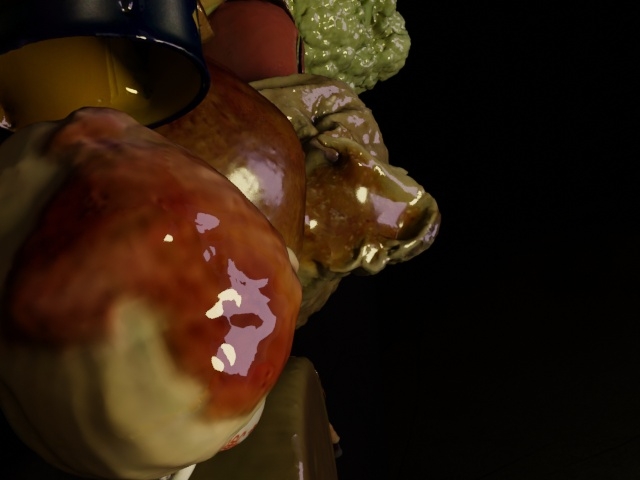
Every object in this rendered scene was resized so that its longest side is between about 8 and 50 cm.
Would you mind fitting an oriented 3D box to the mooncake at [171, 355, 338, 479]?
[{"bbox_3d":[-0.066,0.264,1.340,0.284,0.156,0.284,-9,90,-82],"label":"mooncake"}]

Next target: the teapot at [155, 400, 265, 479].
[{"bbox_3d":[-0.120,0.126,1.185,0.159,0.116,0.245,47,28,-25],"label":"teapot"}]

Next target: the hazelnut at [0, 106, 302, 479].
[{"bbox_3d":[-0.124,0.042,0.893,0.261,0.241,0.261,35,-40,37],"label":"hazelnut"}]

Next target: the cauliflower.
[{"bbox_3d":[-0.029,-0.333,1.798,0.327,0.260,0.281,31,19,-31],"label":"cauliflower"}]

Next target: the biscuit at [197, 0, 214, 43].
[{"bbox_3d":[-0.177,-0.304,1.214,0.257,0.049,0.273,62,3,-30],"label":"biscuit"}]

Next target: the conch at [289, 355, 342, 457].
[{"bbox_3d":[-0.032,0.236,1.816,0.080,0.086,0.232,-82,161,-59],"label":"conch"}]

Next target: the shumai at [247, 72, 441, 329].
[{"bbox_3d":[0.000,0.000,1.411,0.262,0.267,0.314,38,-64,50],"label":"shumai"}]

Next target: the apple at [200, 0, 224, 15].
[{"bbox_3d":[-0.146,-0.405,1.557,0.265,0.120,0.193,-90,157,-50],"label":"apple"}]

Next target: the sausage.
[{"bbox_3d":[-0.091,-0.186,1.585,0.152,0.152,0.279,65,19,-64],"label":"sausage"}]

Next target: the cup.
[{"bbox_3d":[-0.188,-0.234,0.919,0.255,0.178,0.256,60,22,-72],"label":"cup"}]

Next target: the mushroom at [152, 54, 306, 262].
[{"bbox_3d":[-0.113,-0.056,1.175,0.263,0.195,0.283,48,-8,7],"label":"mushroom"}]
